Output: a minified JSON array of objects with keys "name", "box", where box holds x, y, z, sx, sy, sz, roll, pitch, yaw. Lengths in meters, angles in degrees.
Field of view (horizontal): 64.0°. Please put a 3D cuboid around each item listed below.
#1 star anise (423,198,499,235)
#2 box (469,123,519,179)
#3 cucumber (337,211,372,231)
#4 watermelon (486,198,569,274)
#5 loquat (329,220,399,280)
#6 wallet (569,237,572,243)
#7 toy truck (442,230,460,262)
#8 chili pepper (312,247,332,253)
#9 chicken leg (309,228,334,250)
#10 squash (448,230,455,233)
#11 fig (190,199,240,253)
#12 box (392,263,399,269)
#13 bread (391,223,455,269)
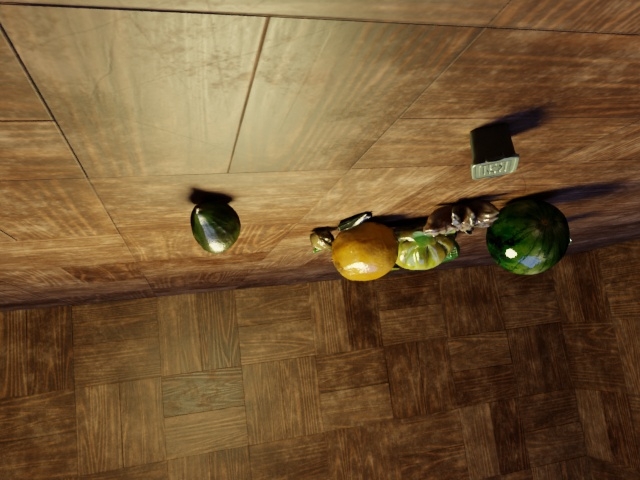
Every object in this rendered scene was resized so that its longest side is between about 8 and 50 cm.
[{"name":"star anise","box":[0.414,-0.062,1.532,0.237,0.092,0.229,-8,172,-22]},{"name":"box","box":[0.314,-0.162,0.943,0.084,0.068,0.122,-11,170,15]},{"name":"cucumber","box":[0.101,-0.055,1.530,0.033,0.034,0.135,7,164,-38]},{"name":"watermelon","box":[0.635,-0.010,1.577,0.243,0.242,0.242,-7,170,-1]},{"name":"loquat","box":[0.136,0.036,1.620,0.235,0.187,0.176,-18,179,15]},{"name":"wallet","box":[0.839,0.003,2.068,0.291,0.054,0.251,-14,-170,17]},{"name":"toy truck","box":[0.463,0.032,2.034,0.101,0.124,0.242,-5,171,-16]},{"name":"chili pepper","box":[0.012,0.032,2.016,0.091,0.034,0.030,-9,137,16]},{"name":"chicken leg","box":[0.001,0.003,1.716,0.085,0.068,0.198,-4,177,-9]},{"name":"squash","box":[0.461,-0.036,1.919,0.084,0.027,0.027,-7,170,-2]},{"name":"fig","box":[-0.250,-0.047,1.146,0.117,0.117,0.177,-9,154,14]},{"name":"box","box":[0.189,0.038,1.823,0.064,0.140,0.220,-14,169,38]},{"name":"bread","box":[0.331,0.026,1.725,0.261,0.156,0.158,-8,-174,-1]}]
